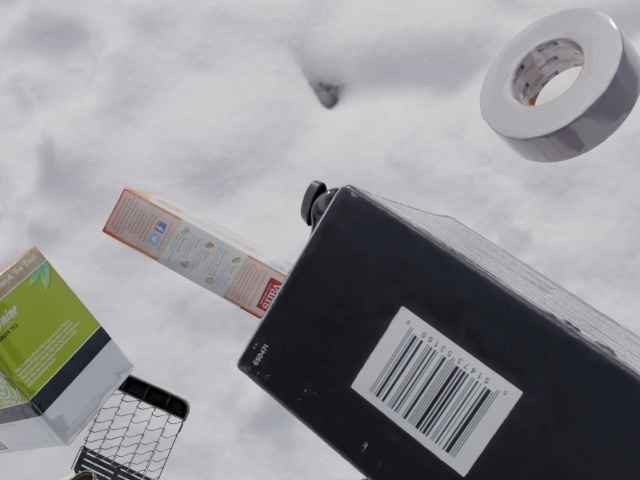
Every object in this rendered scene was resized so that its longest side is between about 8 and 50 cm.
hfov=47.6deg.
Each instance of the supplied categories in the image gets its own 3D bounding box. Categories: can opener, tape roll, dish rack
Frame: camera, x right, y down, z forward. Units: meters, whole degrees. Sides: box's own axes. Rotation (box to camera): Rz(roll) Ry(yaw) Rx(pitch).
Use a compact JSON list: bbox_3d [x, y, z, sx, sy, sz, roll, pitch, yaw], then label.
[{"bbox_3d":[0.000,0.000,1.143,0.059,0.073,0.186,0,111,-28],"label":"can opener"},{"bbox_3d":[0.342,-0.224,1.047,0.072,0.219,0.219,33,64,-37],"label":"tape roll"},{"bbox_3d":[-0.412,0.426,1.551,0.208,0.074,0.271,23,87,7],"label":"dish rack"}]

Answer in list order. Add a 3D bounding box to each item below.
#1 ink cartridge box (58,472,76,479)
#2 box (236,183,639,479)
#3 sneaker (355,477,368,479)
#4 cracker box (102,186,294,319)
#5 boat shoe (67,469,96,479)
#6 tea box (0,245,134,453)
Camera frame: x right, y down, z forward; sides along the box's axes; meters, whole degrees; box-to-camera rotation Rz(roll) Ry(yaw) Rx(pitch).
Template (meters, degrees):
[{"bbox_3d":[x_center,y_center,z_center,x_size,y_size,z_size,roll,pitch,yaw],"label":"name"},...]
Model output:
[{"bbox_3d":[-0.493,0.540,1.261,0.225,0.056,0.180,-26,114,-20],"label":"ink cartridge box"},{"bbox_3d":[0.145,0.114,0.622,0.296,0.294,0.182,36,103,23],"label":"box"},{"bbox_3d":[0.103,0.573,1.620,0.276,0.098,0.135,35,92,-39],"label":"sneaker"},{"bbox_3d":[-0.137,0.017,0.918,0.232,0.156,0.067,28,92,5],"label":"cracker box"},{"bbox_3d":[-0.270,0.286,0.735,0.046,0.038,0.125,22,36,20],"label":"boat shoe"},{"bbox_3d":[-0.614,0.227,1.424,0.323,0.329,0.220,56,39,-18],"label":"tea box"}]
